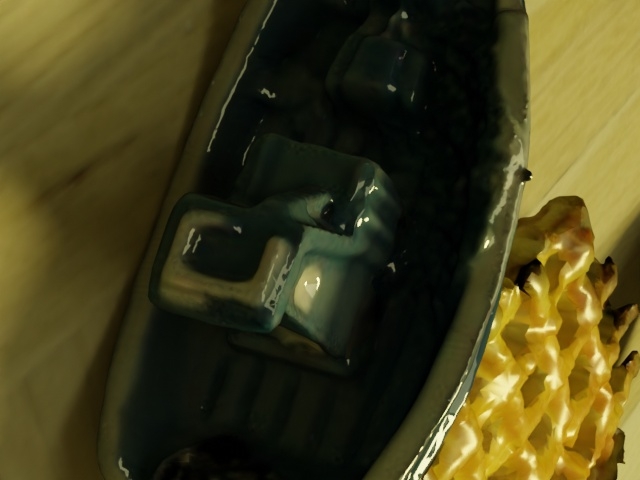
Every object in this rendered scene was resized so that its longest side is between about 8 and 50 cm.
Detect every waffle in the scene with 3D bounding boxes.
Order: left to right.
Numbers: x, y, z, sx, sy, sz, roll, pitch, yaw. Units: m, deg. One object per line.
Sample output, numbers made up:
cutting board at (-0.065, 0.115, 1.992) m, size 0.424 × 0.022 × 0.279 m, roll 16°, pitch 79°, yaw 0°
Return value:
waffle at (0.082, 0.144, 0.745) m, size 0.329 × 0.062 × 0.329 m, roll -28°, pitch 124°, yaw -54°

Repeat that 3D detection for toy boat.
toy boat at (0.000, 0.000, 0.514) m, size 0.142 × 0.129 × 0.309 m, roll 49°, pitch 58°, yaw -67°
